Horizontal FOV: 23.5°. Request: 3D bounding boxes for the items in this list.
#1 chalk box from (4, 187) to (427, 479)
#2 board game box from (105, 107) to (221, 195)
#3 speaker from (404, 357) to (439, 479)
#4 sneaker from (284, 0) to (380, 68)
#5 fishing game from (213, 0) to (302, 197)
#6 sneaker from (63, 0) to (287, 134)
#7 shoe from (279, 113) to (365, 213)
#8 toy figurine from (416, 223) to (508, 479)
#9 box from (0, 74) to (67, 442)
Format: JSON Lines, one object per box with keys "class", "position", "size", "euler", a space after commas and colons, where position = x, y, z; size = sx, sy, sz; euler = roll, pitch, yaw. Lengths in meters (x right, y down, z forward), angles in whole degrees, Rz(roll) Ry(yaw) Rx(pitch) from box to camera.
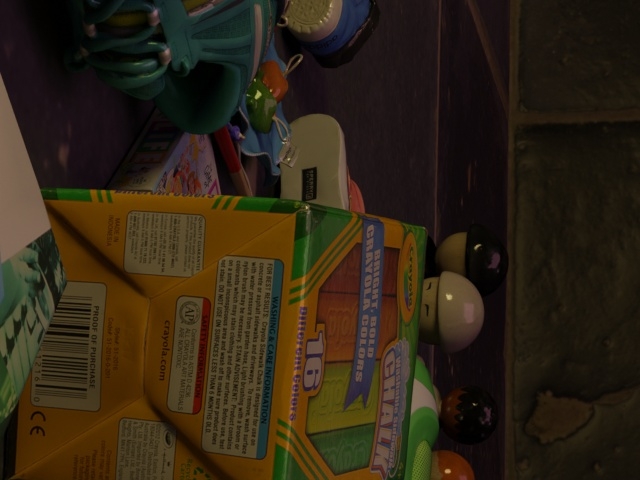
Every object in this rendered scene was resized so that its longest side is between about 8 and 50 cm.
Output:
{"class": "chalk box", "position": [-0.031, 0.050, 0.717], "size": [0.213, 0.132, 0.132], "euler": [5, 89, -68]}
{"class": "board game box", "position": [-0.076, 0.014, 0.840], "size": [0.103, 0.026, 0.154], "euler": [-71, 157, -56]}
{"class": "speaker", "position": [0.004, 0.210, 0.958], "size": [0.131, 0.131, 0.296], "euler": [72, 21, -51]}
{"class": "sneaker", "position": [0.013, -0.204, 1.164], "size": [0.084, 0.058, 0.152], "euler": [50, 44, -61]}
{"class": "fishing game", "position": [-0.033, -0.124, 0.970], "size": [0.189, 0.041, 0.264], "euler": [74, 13, -51]}
{"class": "sneaker", "position": [-0.077, -0.121, 0.696], "size": [0.275, 0.107, 0.110], "euler": [38, 66, -70]}
{"class": "shoe", "position": [0.000, 0.000, 1.085], "size": [0.081, 0.063, 0.178], "euler": [67, 21, -47]}
{"class": "toy figurine", "position": [0.068, 0.098, 1.190], "size": [0.213, 0.148, 0.209], "euler": [-48, 136, -72]}
{"class": "box", "position": [-0.161, 0.032, 0.403], "size": [0.322, 0.058, 0.232], "euler": [-75, 160, -47]}
